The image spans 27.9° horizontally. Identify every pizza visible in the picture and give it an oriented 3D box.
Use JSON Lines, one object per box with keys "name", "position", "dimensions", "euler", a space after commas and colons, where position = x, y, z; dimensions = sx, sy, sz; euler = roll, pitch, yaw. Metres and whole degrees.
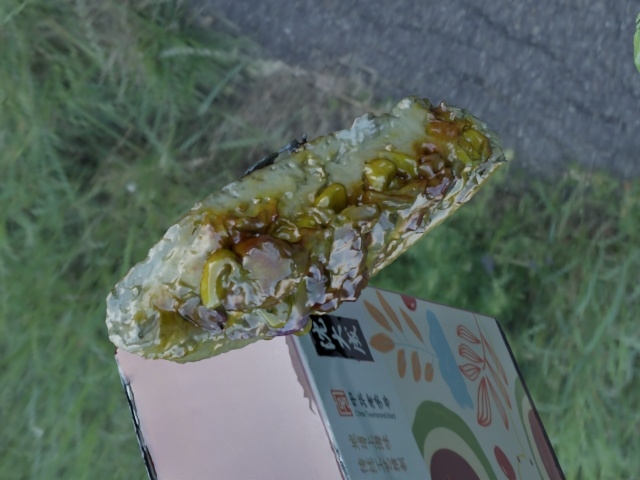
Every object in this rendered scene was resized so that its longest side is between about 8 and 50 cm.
{"name": "pizza", "position": [0.002, 0.001, 0.643], "dimensions": [0.058, 0.246, 0.127], "euler": [44, 134, 24]}

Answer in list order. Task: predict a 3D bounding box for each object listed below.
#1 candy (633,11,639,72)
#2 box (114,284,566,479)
{"name": "candy", "position": [0.321, -0.075, 1.074], "dimensions": [0.093, 0.335, 0.092], "euler": [-26, 140, 36]}
{"name": "box", "position": [0.069, 0.213, 0.847], "dimensions": [0.122, 0.344, 0.385], "euler": [-28, 160, 21]}
